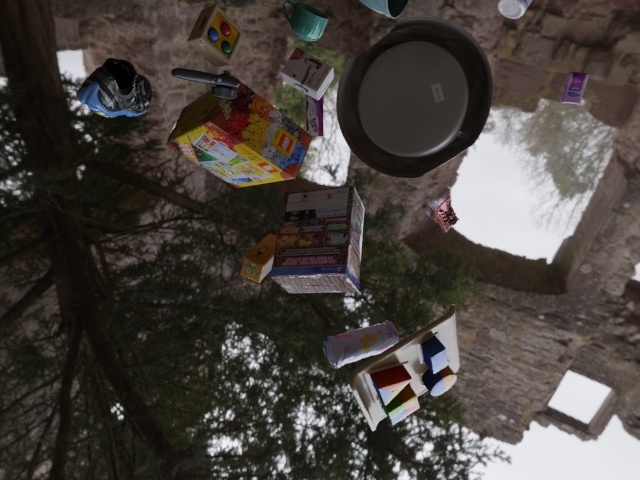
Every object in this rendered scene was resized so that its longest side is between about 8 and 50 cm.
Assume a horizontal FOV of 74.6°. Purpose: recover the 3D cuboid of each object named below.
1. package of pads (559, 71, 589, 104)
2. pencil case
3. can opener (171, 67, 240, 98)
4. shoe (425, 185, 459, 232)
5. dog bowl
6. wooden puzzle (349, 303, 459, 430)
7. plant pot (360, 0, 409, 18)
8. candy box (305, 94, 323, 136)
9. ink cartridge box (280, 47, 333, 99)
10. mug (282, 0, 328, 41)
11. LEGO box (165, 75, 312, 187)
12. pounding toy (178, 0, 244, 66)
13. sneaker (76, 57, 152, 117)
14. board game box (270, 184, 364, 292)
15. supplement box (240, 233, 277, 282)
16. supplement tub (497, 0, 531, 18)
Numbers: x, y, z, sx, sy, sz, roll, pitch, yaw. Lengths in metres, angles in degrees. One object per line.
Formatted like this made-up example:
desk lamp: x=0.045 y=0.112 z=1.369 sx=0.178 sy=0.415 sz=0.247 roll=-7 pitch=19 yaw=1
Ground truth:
package of pads: x=0.697 y=-0.418 z=1.154 sx=0.050 sy=0.084 sz=0.032 roll=10 pitch=-152 yaw=15
pencil case: x=0.146 y=0.370 z=1.506 sx=0.272 sy=0.124 sz=0.114 roll=-11 pitch=-108 yaw=-22
can opener: x=-0.308 y=-0.439 z=1.144 sx=0.185 sy=0.073 sz=0.059 roll=3 pitch=-175 yaw=-35
shoe: x=0.315 y=-0.075 z=1.055 sx=0.063 sy=0.178 sz=0.081 roll=-41 pitch=-102 yaw=-1
dog bowl: x=0.216 y=-0.324 z=0.982 sx=0.348 sy=0.350 sz=0.102 roll=19 pitch=-160 yaw=16
wooden puzzle: x=0.259 y=0.371 z=1.147 sx=0.347 sy=0.322 sz=0.080 roll=-32 pitch=-135 yaw=-11
plant pot: x=0.170 y=-0.846 z=1.256 sx=0.196 sy=0.294 sz=0.293 roll=23 pitch=-146 yaw=18
candy box: x=-0.027 y=-0.526 z=1.752 sx=0.071 sy=0.160 sz=0.233 roll=-1 pitch=-160 yaw=-2
ink cartridge box: x=-0.039 y=-0.516 z=1.302 sx=0.135 sy=0.099 sz=0.056 roll=30 pitch=174 yaw=7
mug: x=-0.057 y=-0.803 z=1.542 sx=0.129 sy=0.098 sz=0.158 roll=-16 pitch=-126 yaw=-46
LEGO box: x=-0.336 y=-0.394 z=1.658 sx=0.372 sy=0.193 sz=0.499 roll=31 pitch=164 yaw=-32
pounding toy: x=-0.351 y=-0.704 z=1.347 sx=0.094 sy=0.181 sz=0.206 roll=12 pitch=167 yaw=40
sneaker: x=-0.306 y=-0.242 z=0.660 sx=0.067 sy=0.078 sz=0.188 roll=38 pitch=-163 yaw=-14
board game box: x=0.000 y=0.000 z=1.283 sx=0.231 sy=0.141 sz=0.292 roll=-3 pitch=-118 yaw=21
supplement box: x=-0.192 y=0.056 z=1.453 sx=0.077 sy=0.080 sz=0.233 roll=23 pitch=-158 yaw=8
supplement tub: x=0.483 y=-0.601 z=1.011 sx=0.070 sy=0.107 sz=0.071 roll=31 pitch=178 yaw=1
